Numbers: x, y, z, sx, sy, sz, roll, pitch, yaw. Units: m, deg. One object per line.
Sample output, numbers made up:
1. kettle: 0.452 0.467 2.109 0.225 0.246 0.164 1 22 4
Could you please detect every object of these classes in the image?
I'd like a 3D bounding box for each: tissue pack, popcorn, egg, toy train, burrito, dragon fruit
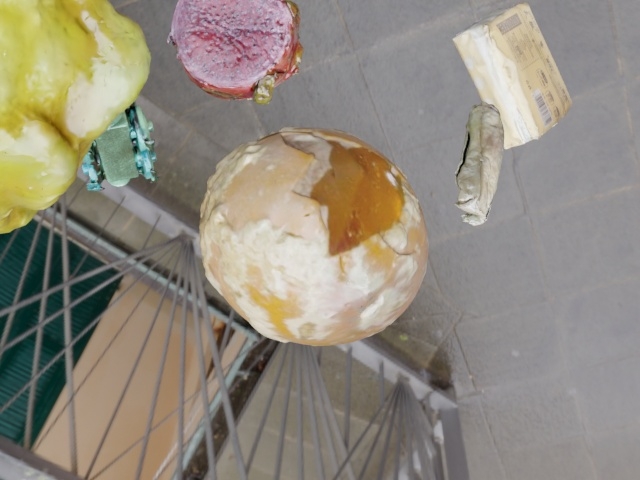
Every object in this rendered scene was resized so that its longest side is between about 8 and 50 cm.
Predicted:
1. tissue pack: 0.337 -0.291 1.202 0.090 0.186 0.222 -20 105 45
2. popcorn: -0.269 -0.093 0.433 0.290 0.325 0.321 4 119 -30
3. egg: 0.000 0.000 0.615 0.195 0.194 0.233 -39 134 24
4. toy train: -0.318 -0.176 1.047 0.112 0.162 0.203 -13 159 -16
5. burrito: 0.202 -0.106 0.877 0.045 0.188 0.058 -13 139 44
6. dragon fruit: -0.135 -0.336 1.123 0.211 0.147 0.282 -28 82 0
